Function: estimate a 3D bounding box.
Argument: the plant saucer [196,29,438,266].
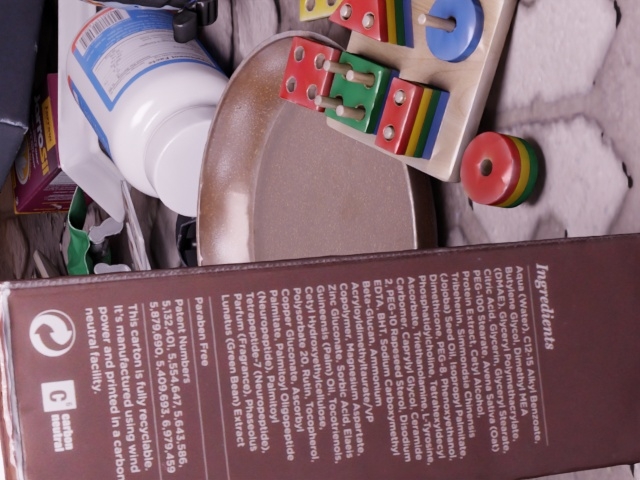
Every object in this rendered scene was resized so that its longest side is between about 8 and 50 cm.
[{"bbox_3d":[0.000,0.000,1.387,0.310,0.050,0.311,10,101,59],"label":"plant saucer"}]

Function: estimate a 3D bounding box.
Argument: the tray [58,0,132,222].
[{"bbox_3d":[-0.209,-0.165,1.795,0.145,0.030,0.270,52,-149,-63],"label":"tray"}]

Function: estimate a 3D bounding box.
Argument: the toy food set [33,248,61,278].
[{"bbox_3d":[-0.357,0.189,2.091,0.306,0.092,0.220,-55,37,14],"label":"toy food set"}]

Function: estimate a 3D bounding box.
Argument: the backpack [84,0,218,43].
[{"bbox_3d":[-0.191,-0.316,1.601,0.263,0.213,0.276,-156,73,-75],"label":"backpack"}]

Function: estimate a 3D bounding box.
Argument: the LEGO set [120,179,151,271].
[{"bbox_3d":[-0.132,0.082,1.752,0.182,0.060,0.244,89,163,-52],"label":"LEGO set"}]

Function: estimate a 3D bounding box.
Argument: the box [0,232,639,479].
[{"bbox_3d":[-0.013,0.079,1.055,0.191,0.381,0.143,168,96,-67],"label":"box"}]

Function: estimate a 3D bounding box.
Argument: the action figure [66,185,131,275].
[{"bbox_3d":[-0.231,0.029,1.915,0.232,0.063,0.137,145,117,-75],"label":"action figure"}]

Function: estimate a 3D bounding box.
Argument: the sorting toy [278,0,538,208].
[{"bbox_3d":[0.047,-0.124,1.231,0.274,0.046,0.132,30,107,47],"label":"sorting toy"}]

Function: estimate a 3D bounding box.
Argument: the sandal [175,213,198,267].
[{"bbox_3d":[-0.078,0.005,1.591,0.254,0.054,0.097,-157,66,-64],"label":"sandal"}]

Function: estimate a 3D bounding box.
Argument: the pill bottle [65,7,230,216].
[{"bbox_3d":[-0.134,-0.111,1.620,0.221,0.124,0.124,-126,39,-51],"label":"pill bottle"}]

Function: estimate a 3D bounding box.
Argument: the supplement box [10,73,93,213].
[{"bbox_3d":[-0.269,-0.101,1.978,0.188,0.081,0.104,148,116,-63],"label":"supplement box"}]

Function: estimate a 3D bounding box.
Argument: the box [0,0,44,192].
[{"bbox_3d":[-0.481,-0.232,2.053,0.480,0.297,0.472,128,151,-56],"label":"box"}]
